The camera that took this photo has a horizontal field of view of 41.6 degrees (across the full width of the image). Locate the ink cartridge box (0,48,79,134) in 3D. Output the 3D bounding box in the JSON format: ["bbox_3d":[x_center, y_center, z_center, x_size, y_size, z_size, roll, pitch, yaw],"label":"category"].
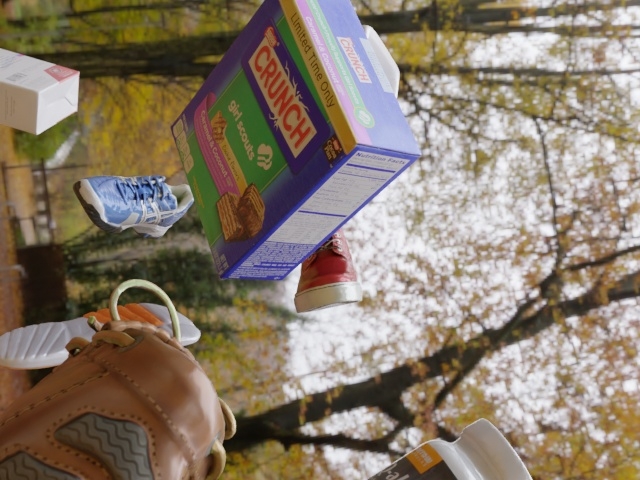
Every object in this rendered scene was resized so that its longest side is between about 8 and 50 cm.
[{"bbox_3d":[-0.460,-0.222,1.196,0.115,0.198,0.067,-59,164,-60],"label":"ink cartridge box"}]

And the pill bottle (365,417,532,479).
[{"bbox_3d":[0.139,0.367,1.127,0.162,0.278,0.162,57,-9,14],"label":"pill bottle"}]

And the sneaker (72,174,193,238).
[{"bbox_3d":[-0.239,-0.057,1.088,0.080,0.081,0.211,59,14,11],"label":"sneaker"}]

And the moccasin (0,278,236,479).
[{"bbox_3d":[-0.121,0.111,0.522,0.139,0.147,0.380,46,-16,5],"label":"moccasin"}]

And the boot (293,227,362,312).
[{"bbox_3d":[0.000,0.000,1.115,0.244,0.088,0.176,-92,174,-87],"label":"boot"}]

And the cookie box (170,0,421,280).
[{"bbox_3d":[-0.017,-0.047,0.382,0.107,0.040,0.092,-42,-122,39],"label":"cookie box"}]

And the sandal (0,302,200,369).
[{"bbox_3d":[-0.286,0.143,1.083,0.102,0.265,0.076,38,-55,47],"label":"sandal"}]

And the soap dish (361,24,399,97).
[{"bbox_3d":[0.033,-0.204,1.304,0.291,0.118,0.229,13,86,-74],"label":"soap dish"}]
